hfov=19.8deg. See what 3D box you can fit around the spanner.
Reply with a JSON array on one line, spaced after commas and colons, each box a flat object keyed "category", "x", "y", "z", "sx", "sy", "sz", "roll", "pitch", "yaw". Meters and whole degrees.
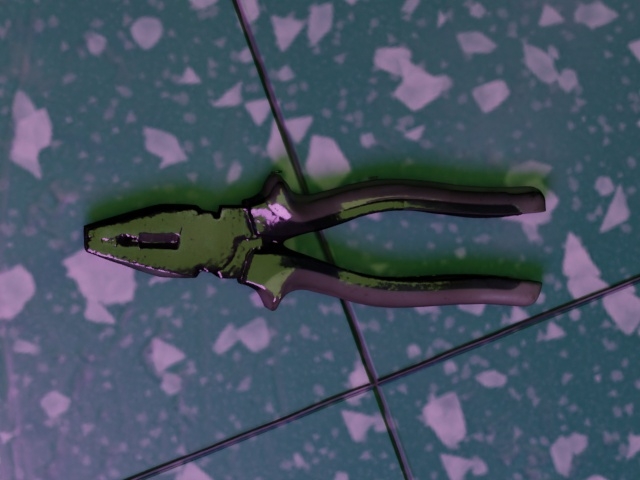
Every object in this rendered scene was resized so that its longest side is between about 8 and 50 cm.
[{"category": "spanner", "x": 0.000, "y": 0.000, "z": 1.268, "sx": 0.325, "sy": 0.040, "sz": 0.095, "roll": 1, "pitch": 94, "yaw": -12}]
